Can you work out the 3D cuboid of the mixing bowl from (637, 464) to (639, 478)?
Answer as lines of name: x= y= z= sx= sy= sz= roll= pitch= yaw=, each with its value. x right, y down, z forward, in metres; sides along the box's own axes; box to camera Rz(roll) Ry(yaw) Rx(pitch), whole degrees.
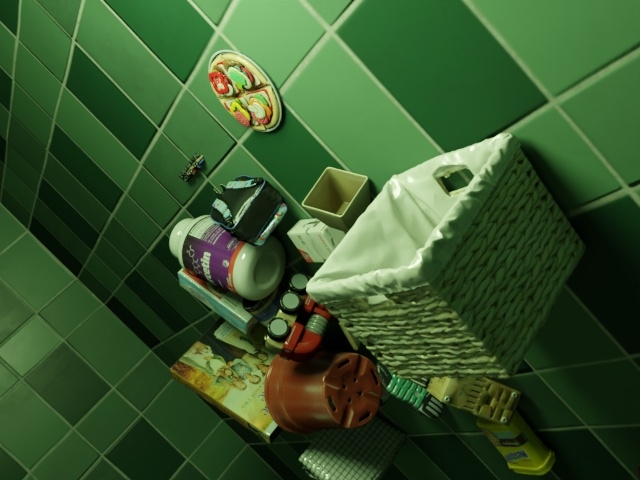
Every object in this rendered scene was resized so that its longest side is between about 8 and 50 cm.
mixing bowl: x=0.725 y=0.446 z=1.329 sx=0.181 sy=0.098 sz=0.181 roll=30 pitch=148 yaw=22

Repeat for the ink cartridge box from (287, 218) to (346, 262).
ink cartridge box: x=0.000 y=0.000 z=1.649 sx=0.135 sy=0.056 sz=0.099 roll=-2 pitch=129 yaw=51

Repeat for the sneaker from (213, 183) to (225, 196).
sneaker: x=-0.199 y=-0.083 z=1.782 sx=0.170 sy=0.051 sz=0.089 roll=28 pitch=152 yaw=30

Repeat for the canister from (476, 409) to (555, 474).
canister: x=0.481 y=0.494 z=1.705 sx=0.170 sy=0.073 sz=0.126 roll=50 pitch=149 yaw=-11

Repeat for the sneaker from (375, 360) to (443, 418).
sneaker: x=0.229 y=0.415 z=1.895 sx=0.224 sy=0.083 sz=0.098 roll=42 pitch=155 yaw=-1

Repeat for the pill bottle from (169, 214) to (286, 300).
pill bottle: x=-0.263 y=0.037 z=1.882 sx=0.323 sy=0.181 sz=0.181 roll=18 pitch=142 yaw=36

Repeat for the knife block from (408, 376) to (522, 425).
knife block: x=0.311 y=0.330 z=1.663 sx=0.276 sy=0.088 sz=0.242 roll=23 pitch=-178 yaw=-16

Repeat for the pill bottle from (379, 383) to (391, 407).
pill bottle: x=0.173 y=0.438 z=2.000 sx=0.067 sy=0.067 sz=0.120 roll=34 pitch=149 yaw=14

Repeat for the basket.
basket: x=0.215 y=0.045 z=1.184 sx=0.266 sy=0.331 sz=0.328 roll=49 pitch=150 yaw=-15

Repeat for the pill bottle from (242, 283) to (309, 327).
pill bottle: x=-0.109 y=0.206 z=1.961 sx=0.219 sy=0.122 sz=0.123 roll=43 pitch=153 yaw=-28

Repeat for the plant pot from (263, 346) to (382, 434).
plant pot: x=0.021 y=0.424 z=1.957 sx=0.272 sy=0.272 sz=0.265 roll=52 pitch=148 yaw=-16

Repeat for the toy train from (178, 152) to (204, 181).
toy train: x=-0.343 y=-0.192 z=1.836 sx=0.036 sy=0.027 sz=0.158 roll=43 pitch=151 yaw=-8

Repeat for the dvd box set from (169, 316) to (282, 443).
dvd box set: x=-0.230 y=0.424 z=2.220 sx=0.420 sy=0.307 sz=0.062 roll=27 pitch=145 yaw=26

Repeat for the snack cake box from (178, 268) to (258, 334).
snack cake box: x=-0.277 y=0.140 z=2.061 sx=0.264 sy=0.152 sz=0.089 roll=35 pitch=150 yaw=14

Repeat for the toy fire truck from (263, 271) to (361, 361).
toy fire truck: x=-0.005 y=0.235 z=1.827 sx=0.246 sy=0.217 sz=0.158 roll=23 pitch=151 yaw=2

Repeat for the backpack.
backpack: x=-0.184 y=-0.078 z=1.677 sx=0.117 sy=0.158 sz=0.173 roll=39 pitch=169 yaw=-32

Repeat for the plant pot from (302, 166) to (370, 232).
plant pot: x=0.046 y=-0.076 z=1.459 sx=0.109 sy=0.109 sz=0.096 roll=18 pitch=155 yaw=36

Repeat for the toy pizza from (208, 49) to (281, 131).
toy pizza: x=-0.168 y=-0.312 z=1.469 sx=0.201 sy=0.032 sz=0.201 roll=30 pitch=148 yaw=21

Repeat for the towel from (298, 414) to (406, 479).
towel: x=0.103 y=0.677 z=2.176 sx=0.235 sy=0.283 sz=0.121 roll=32 pitch=150 yaw=20
